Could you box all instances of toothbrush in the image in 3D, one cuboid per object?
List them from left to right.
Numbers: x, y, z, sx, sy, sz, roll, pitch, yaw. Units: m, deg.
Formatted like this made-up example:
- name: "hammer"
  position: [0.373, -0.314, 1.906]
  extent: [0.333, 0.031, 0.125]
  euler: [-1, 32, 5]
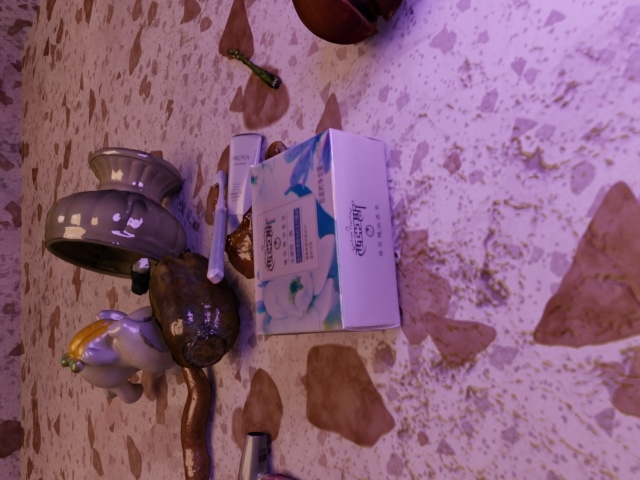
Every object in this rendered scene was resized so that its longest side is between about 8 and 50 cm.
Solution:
- name: "toothbrush"
  position: [-0.193, -0.039, 0.996]
  extent: [0.030, 0.025, 0.342]
  euler: [-31, 36, 13]

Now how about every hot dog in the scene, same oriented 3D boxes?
- name: "hot dog"
  position: [-0.210, -0.045, 1.117]
  extent: [0.044, 0.028, 0.137]
  euler: [-7, 83, 57]

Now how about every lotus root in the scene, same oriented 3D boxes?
- name: "lotus root"
  position: [-0.251, 0.134, 1.052]
  extent: [0.275, 0.152, 0.160]
  euler: [56, 131, 48]

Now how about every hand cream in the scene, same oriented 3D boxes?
- name: "hand cream"
  position: [-0.150, -0.083, 1.030]
  extent: [0.079, 0.048, 0.255]
  euler: [0, 87, 28]

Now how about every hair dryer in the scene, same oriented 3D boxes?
- name: "hair dryer"
  position: [-0.078, 0.400, 0.910]
  extent: [0.154, 0.054, 0.106]
  euler: [3, 85, 40]

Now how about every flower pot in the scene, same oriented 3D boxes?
- name: "flower pot"
  position: [-0.452, -0.059, 1.223]
  extent: [0.307, 0.307, 0.244]
  euler: [-18, 56, 48]

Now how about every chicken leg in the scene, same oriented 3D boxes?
- name: "chicken leg"
  position: [-0.097, -0.053, 0.948]
  extent: [0.107, 0.087, 0.252]
  euler: [23, 98, 40]

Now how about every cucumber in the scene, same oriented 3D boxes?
- name: "cucumber"
  position: [-0.402, 0.089, 1.190]
  extent: [0.044, 0.043, 0.256]
  euler: [49, 154, -1]

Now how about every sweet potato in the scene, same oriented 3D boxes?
- name: "sweet potato"
  position: [-0.261, 0.363, 1.111]
  extent: [0.067, 0.059, 0.281]
  euler: [-3, 85, 37]

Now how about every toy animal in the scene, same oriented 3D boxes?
- name: "toy animal"
  position: [-0.441, 0.250, 1.219]
  extent: [0.310, 0.247, 0.183]
  euler: [-35, 43, 26]

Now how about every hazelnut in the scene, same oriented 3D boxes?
- name: "hazelnut"
  position: [0.044, -0.380, 0.728]
  extent: [0.204, 0.178, 0.178]
  euler: [-40, 56, 22]

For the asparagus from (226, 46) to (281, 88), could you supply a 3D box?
- name: "asparagus"
  position: [-0.142, -0.355, 1.072]
  extent: [0.022, 0.023, 0.233]
  euler: [-35, 47, -10]

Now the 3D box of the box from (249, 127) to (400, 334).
- name: "box"
  position: [-0.002, 0.000, 0.791]
  extent: [0.203, 0.116, 0.274]
  euler: [-14, 76, 50]
